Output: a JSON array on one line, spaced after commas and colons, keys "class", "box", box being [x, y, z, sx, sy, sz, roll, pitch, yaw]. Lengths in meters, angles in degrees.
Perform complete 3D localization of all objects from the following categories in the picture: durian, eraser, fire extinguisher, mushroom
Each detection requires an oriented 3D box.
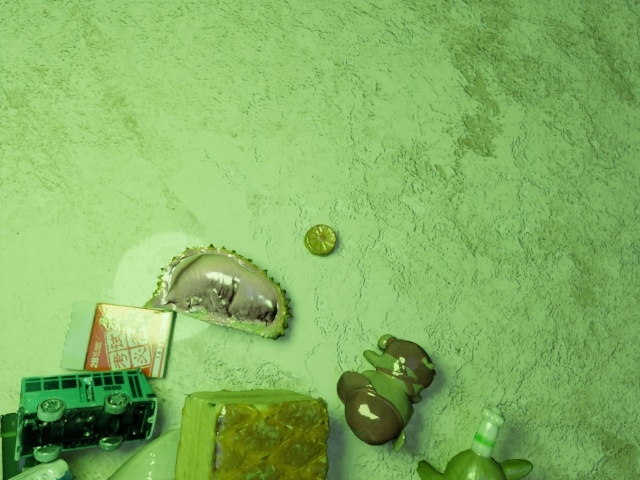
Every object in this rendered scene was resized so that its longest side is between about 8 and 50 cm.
[{"class": "durian", "box": [-0.225, 0.121, 1.185, 0.342, 0.112, 0.191, 16, 68, -13]}, {"class": "eraser", "box": [-0.471, 0.231, 1.161, 0.231, 0.038, 0.157, 7, 78, -6]}, {"class": "fire extinguisher", "box": [-0.631, 0.514, 1.060, 0.118, 0.093, 0.294, 3, 76, -49]}, {"class": "mushroom", "box": [-0.404, 0.534, 1.072, 0.350, 0.128, 0.128, -30, 84, -8]}]

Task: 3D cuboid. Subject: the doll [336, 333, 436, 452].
[{"class": "doll", "box": [0.152, 0.351, 1.163, 0.196, 0.152, 0.256, 26, 57, 30]}]

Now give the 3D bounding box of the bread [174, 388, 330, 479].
[{"class": "bread", "box": [-0.143, 0.462, 1.034, 0.279, 0.207, 0.278, 7, 80, -37]}]

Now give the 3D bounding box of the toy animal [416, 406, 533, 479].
[{"class": "toy animal", "box": [0.336, 0.571, 1.139, 0.181, 0.180, 0.363, 38, 70, -6]}]

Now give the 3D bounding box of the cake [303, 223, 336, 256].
[{"class": "cake", "box": [0.000, 0.000, 1.264, 0.084, 0.044, 0.084, 2, 78, -8]}]

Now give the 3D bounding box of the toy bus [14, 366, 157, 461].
[{"class": "toy bus", "box": [-0.489, 0.354, 1.040, 0.256, 0.147, 0.128, 4, 112, -32]}]

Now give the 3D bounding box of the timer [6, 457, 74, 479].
[{"class": "timer", "box": [-0.598, 0.561, 0.968, 0.254, 0.078, 0.178, -26, 87, -4]}]
